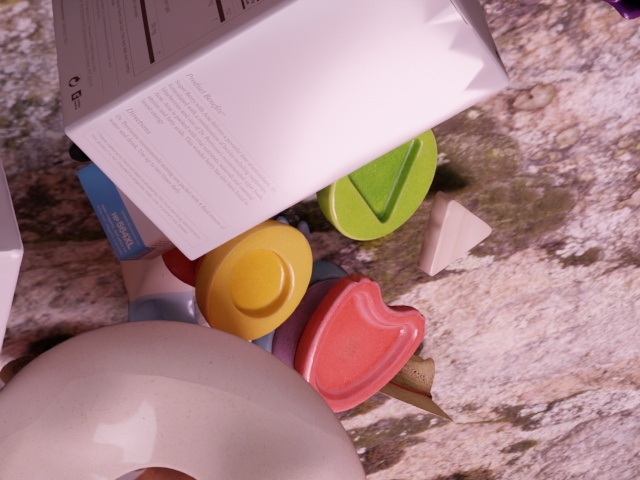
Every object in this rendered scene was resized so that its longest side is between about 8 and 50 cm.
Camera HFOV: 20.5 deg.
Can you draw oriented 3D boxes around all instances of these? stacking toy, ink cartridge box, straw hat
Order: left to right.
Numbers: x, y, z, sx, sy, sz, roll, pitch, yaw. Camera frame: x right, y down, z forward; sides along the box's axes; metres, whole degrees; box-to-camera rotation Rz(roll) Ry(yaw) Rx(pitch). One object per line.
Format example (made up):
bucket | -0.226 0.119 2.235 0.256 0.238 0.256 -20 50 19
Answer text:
ink cartridge box | -0.122 -0.053 1.563 0.143 0.090 0.092 -27 174 13
stacking toy | -0.111 0.214 1.643 0.351 0.350 0.480 -24 -176 8
stacking toy | 0.000 0.000 1.739 0.279 0.130 0.309 -49 139 -7
straw hat | 0.104 0.158 2.064 0.144 0.144 0.061 25 85 -49

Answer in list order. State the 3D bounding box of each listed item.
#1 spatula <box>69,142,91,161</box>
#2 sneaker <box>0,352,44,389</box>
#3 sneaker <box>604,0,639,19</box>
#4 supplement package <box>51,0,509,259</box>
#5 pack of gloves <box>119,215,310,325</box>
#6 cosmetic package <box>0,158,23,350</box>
spatula | -0.099 -0.140 1.522 0.296 0.030 0.084 -30 146 18
sneaker | -0.225 0.207 1.876 0.282 0.099 0.153 7 108 -40
sneaker | 0.220 -0.253 1.455 0.083 0.098 0.224 -35 146 24
supplement package | -0.035 -0.155 1.365 0.293 0.175 0.177 -28 133 14
pack of gloves | -0.101 0.064 1.826 0.195 0.046 0.232 -13 148 -9
cosmetic package | -0.376 0.057 1.490 0.161 0.230 0.453 -6 147 -22
